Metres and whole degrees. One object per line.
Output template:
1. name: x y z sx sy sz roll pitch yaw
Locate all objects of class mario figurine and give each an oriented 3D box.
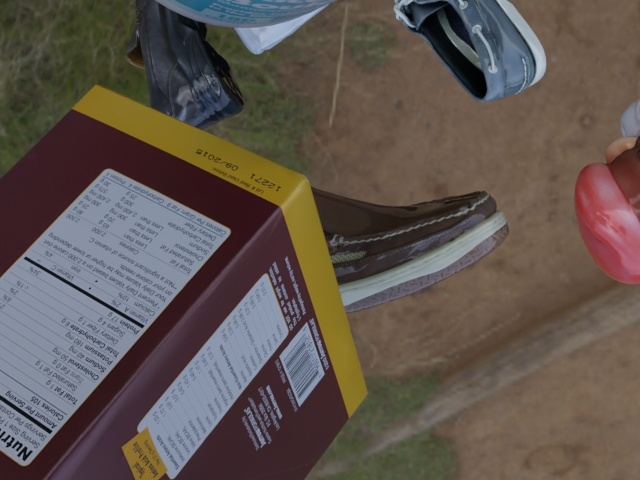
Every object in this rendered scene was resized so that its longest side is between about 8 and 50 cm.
1. mario figurine: 0.352 -0.079 0.881 0.170 0.198 0.320 39 127 1

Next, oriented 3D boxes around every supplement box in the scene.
1. supplement box: -0.095 0.073 0.499 0.129 0.194 0.191 26 152 28

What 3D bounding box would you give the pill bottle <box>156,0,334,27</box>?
1. pill bottle: -0.008 -0.159 0.368 0.146 0.146 0.264 17 -179 -15

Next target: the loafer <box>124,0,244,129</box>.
1. loafer: -0.110 -0.142 0.716 0.061 0.170 0.062 -30 146 10

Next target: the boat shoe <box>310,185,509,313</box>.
1. boat shoe: -0.003 0.002 0.723 0.257 0.095 0.095 -19 97 22

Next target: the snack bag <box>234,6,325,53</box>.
1. snack bag: -0.016 -0.355 0.869 0.342 0.323 0.037 -39 173 -6

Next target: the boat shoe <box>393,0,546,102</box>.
1. boat shoe: 0.147 -0.305 1.313 0.319 0.099 0.116 51 155 9
